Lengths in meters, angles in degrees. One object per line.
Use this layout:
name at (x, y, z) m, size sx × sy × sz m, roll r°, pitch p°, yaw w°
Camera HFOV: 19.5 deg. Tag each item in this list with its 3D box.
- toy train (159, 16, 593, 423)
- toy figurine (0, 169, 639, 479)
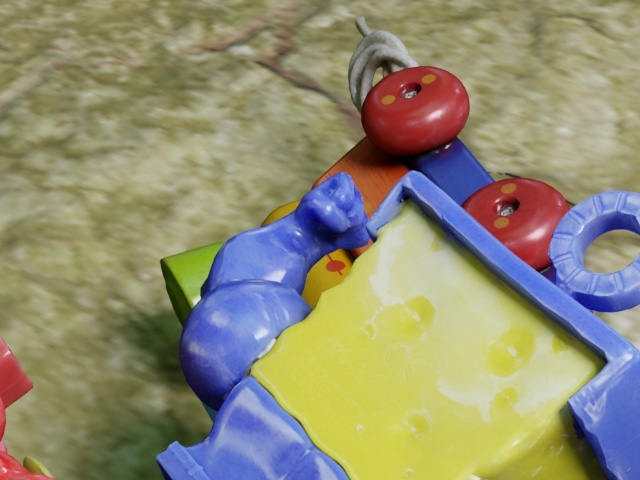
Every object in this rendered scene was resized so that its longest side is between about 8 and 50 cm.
toy train at (0.000, 0.000, 0.733) m, size 0.143 × 0.105 × 0.248 m, roll -25°, pitch 39°, yaw -8°
toy figurine at (0.026, 0.056, 0.505) m, size 0.217 × 0.191 × 0.362 m, roll -37°, pitch 45°, yaw -12°
